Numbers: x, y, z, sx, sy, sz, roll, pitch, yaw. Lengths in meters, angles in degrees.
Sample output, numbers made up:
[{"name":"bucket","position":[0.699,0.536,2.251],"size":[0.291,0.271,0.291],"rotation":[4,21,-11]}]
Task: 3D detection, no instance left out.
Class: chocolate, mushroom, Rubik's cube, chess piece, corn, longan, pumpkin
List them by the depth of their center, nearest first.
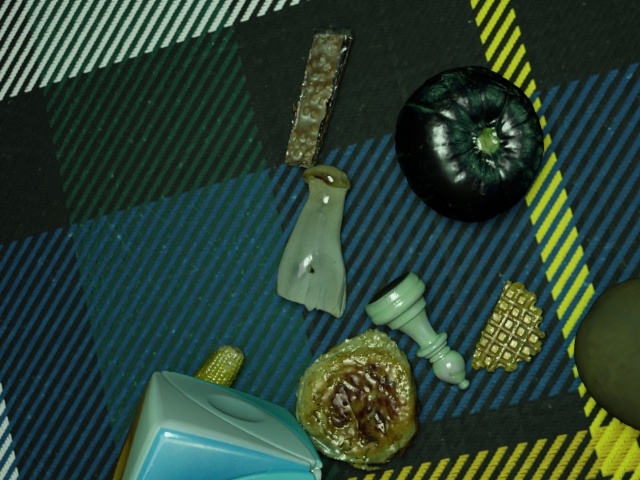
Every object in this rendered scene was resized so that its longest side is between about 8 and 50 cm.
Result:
[{"name":"longan","position":[0.649,0.219,1.355],"size":[0.319,0.319,0.319],"rotation":[-1,86,11]},{"name":"Rubik's cube","position":[-0.228,0.493,1.421],"size":[0.351,0.352,0.347],"rotation":[20,91,-13]},{"name":"pumpkin","position":[0.297,-0.198,1.477],"size":[0.315,0.238,0.315],"rotation":[0,95,-4]},{"name":"chess piece","position":[0.227,0.206,1.526],"size":[0.139,0.139,0.271],"rotation":[-39,92,6]},{"name":"mushroom","position":[0.000,0.000,1.588],"size":[0.159,0.122,0.328],"rotation":[11,89,-26]},{"name":"corn","position":[-0.285,0.369,1.618],"size":[0.097,0.097,0.320],"rotation":[38,92,11]},{"name":"chocolate","position":[-0.002,-0.323,1.628],"size":[0.102,0.065,0.329],"rotation":[14,88,26]}]

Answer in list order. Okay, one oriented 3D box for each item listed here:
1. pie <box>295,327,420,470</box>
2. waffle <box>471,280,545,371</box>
[{"name":"pie","position":[0.075,0.351,1.553],"size":[0.308,0.085,0.308],"rotation":[-1,87,12]},{"name":"waffle","position":[0.391,0.182,1.522],"size":[0.161,0.046,0.192],"rotation":[-8,84,10]}]
